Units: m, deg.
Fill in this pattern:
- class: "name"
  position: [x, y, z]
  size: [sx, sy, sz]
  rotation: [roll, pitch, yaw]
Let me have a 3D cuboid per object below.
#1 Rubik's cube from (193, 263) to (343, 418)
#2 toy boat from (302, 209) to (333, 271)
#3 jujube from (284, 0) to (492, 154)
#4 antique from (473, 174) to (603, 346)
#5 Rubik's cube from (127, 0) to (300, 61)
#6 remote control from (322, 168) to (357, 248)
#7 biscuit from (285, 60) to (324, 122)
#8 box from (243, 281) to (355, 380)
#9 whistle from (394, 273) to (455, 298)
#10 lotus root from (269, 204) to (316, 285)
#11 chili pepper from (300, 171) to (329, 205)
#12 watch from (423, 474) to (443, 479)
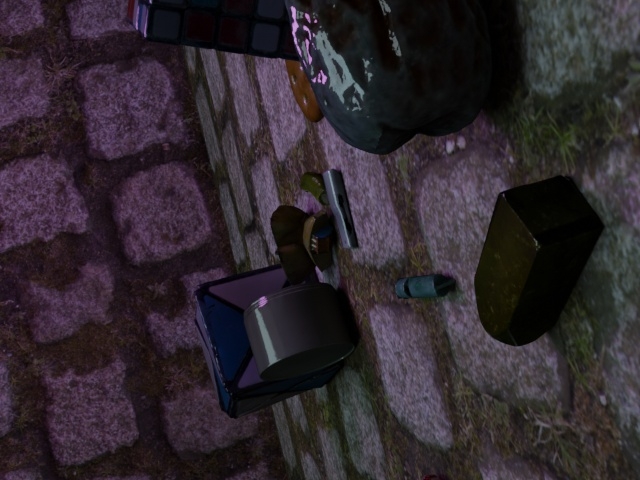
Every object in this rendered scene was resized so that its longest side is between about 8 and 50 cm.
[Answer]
- class: "Rubik's cube"
  position: [-0.144, 0.254, 2.170]
  size: [0.305, 0.307, 0.310]
  rotation: [119, 134, -67]
- class: "toy boat"
  position: [0.000, 0.000, 1.876]
  size: [0.066, 0.065, 0.172]
  rotation: [41, 151, 33]
- class: "jujube"
  position: [0.075, -0.260, 0.999]
  size: [0.246, 0.215, 0.308]
  rotation: [33, -144, -75]
- class: "antique"
  position: [0.228, 0.036, 0.941]
  size: [0.221, 0.080, 0.081]
  rotation: [94, 156, -51]
- class: "Rubik's cube"
  position: [-0.161, -0.477, 1.448]
  size: [0.293, 0.286, 0.292]
  rotation: [-131, 49, -63]
- class: "remote control"
  position: [0.037, -0.062, 1.725]
  size: [0.065, 0.029, 0.166]
  rotation: [173, 83, -75]
- class: "biscuit"
  position: [-0.011, -0.330, 1.580]
  size: [0.220, 0.066, 0.221]
  rotation: [166, 90, -76]
- class: "box"
  position: [-0.049, 0.207, 1.920]
  size: [0.226, 0.226, 0.149]
  rotation: [107, 147, -65]
- class: "whistle"
  position: [0.162, 0.073, 1.338]
  size: [0.186, 0.039, 0.039]
  rotation: [162, 94, -76]
- class: "lotus root"
  position: [-0.046, 0.002, 1.976]
  size: [0.203, 0.078, 0.183]
  rotation: [-71, -38, -63]
- class: "chili pepper"
  position: [-0.013, -0.120, 1.848]
  size: [0.052, 0.050, 0.201]
  rotation: [-64, 19, 6]
- class: "watch"
  position: [0.108, 0.490, 1.484]
  size: [0.165, 0.268, 0.102]
  rotation: [147, 110, -66]
